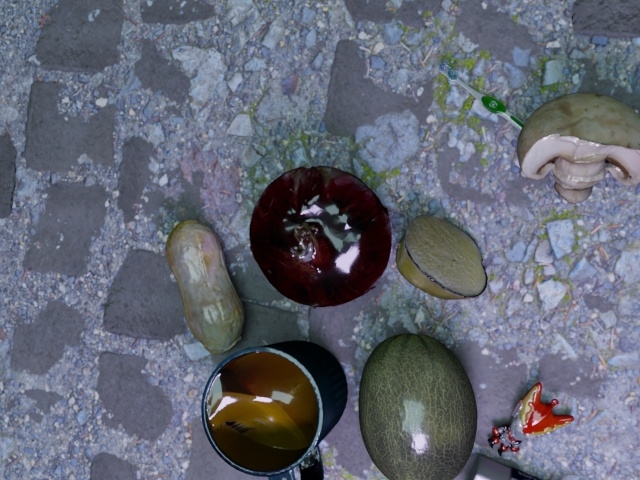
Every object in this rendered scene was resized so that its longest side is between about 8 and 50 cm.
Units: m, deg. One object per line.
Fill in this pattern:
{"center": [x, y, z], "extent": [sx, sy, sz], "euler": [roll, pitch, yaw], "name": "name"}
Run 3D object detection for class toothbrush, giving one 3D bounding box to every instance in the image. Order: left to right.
{"center": [0.373, -0.281, 1.722], "extent": [0.304, 0.030, 0.030], "euler": [40, 97, 9], "name": "toothbrush"}

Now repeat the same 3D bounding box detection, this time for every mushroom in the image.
{"center": [0.525, -0.196, 1.619], "extent": [0.254, 0.195, 0.189], "euler": [8, 56, 14], "name": "mushroom"}

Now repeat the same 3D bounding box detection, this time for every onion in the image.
{"center": [0.000, 0.000, 1.690], "extent": [0.314, 0.232, 0.314], "euler": [2, 109, 7], "name": "onion"}

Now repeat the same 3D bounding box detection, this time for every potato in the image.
{"center": [0.237, 0.057, 1.692], "extent": [0.202, 0.182, 0.117], "euler": [33, 134, -5], "name": "potato"}

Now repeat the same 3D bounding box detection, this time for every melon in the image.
{"center": [0.194, 0.337, 1.630], "extent": [0.237, 0.237, 0.301], "euler": [-7, 84, 13], "name": "melon"}

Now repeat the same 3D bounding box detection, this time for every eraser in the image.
{"center": [0.435, 0.536, 1.625], "extent": [0.287, 0.130, 0.086], "euler": [22, 96, 11], "name": "eraser"}

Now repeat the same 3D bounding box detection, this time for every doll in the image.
{"center": [0.423, 0.378, 1.672], "extent": [0.109, 0.057, 0.169], "euler": [46, 112, -4], "name": "doll"}

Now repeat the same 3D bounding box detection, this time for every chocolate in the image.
{"center": [-0.254, 0.100, 1.798], "extent": [0.134, 0.134, 0.309], "euler": [-19, 84, 12], "name": "chocolate"}

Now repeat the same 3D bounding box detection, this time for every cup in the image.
{"center": [-0.059, 0.350, 1.661], "extent": [0.242, 0.292, 0.308], "euler": [-44, 80, 8], "name": "cup"}
